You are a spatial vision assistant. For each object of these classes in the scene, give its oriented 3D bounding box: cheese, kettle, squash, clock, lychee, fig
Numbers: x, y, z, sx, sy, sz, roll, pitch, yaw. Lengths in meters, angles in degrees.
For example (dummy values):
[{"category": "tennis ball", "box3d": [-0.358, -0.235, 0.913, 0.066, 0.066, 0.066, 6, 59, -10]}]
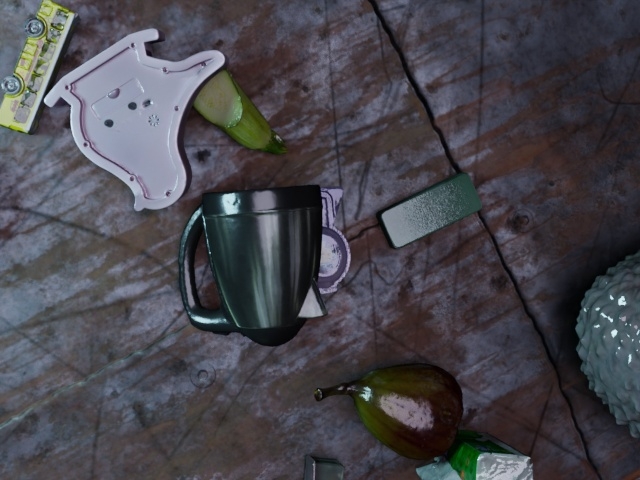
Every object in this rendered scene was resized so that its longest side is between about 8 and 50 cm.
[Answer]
[{"category": "cheese", "box3d": [0.000, 0.000, 1.774, 0.105, 0.042, 0.191, -5, 87, -10]}, {"category": "kettle", "box3d": [-0.111, 0.047, 1.673, 0.251, 0.207, 0.271, -6, 93, -11]}, {"category": "squash", "box3d": [-0.138, -0.213, 1.729, 0.200, 0.075, 0.090, 43, 86, -8]}, {"category": "clock", "box3d": [-0.268, -0.217, 1.673, 0.290, 0.080, 0.275, -34, 95, 7]}, {"category": "lychee", "box3d": [0.644, 0.174, 1.738, 0.380, 0.380, 0.432, -25, 114, -9]}, {"category": "fig", "box3d": [0.115, 0.286, 1.741, 0.274, 0.145, 0.170, 16, 84, -20]}]

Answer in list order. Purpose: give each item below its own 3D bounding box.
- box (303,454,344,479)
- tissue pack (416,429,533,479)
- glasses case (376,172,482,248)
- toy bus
[{"category": "box", "box3d": [0.005, 0.431, 1.774, 0.063, 0.060, 0.084, 5, 89, -15]}, {"category": "tissue pack", "box3d": [0.261, 0.424, 1.742, 0.156, 0.209, 0.148, 5, 90, -9]}, {"category": "glasses case", "box3d": [0.198, -0.054, 1.809, 0.184, 0.039, 0.077, -25, 96, -9]}, {"category": "toy bus", "box3d": [-0.479, -0.291, 1.664, 0.074, 0.081, 0.226, 21, 87, -9]}]
